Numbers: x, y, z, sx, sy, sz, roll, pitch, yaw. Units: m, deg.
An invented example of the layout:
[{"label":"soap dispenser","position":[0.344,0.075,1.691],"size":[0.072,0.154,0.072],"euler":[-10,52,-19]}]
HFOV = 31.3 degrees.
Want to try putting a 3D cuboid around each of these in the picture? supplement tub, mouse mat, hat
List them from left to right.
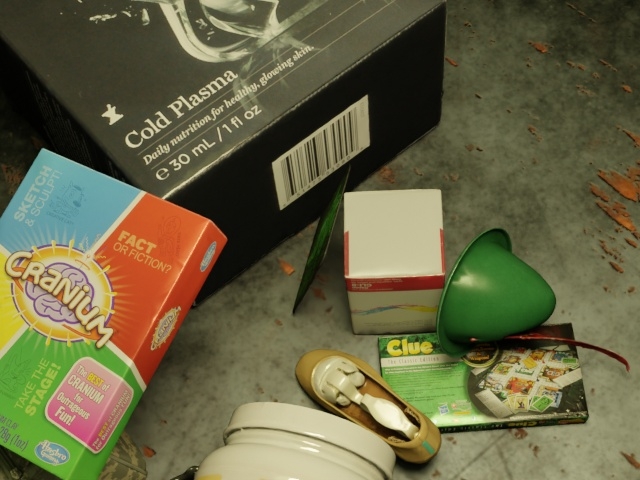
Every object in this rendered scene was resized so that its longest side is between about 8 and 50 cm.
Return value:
[{"label":"supplement tub","position":[-0.052,0.374,1.280],"size":[0.241,0.241,0.331],"euler":[13,63,10]},{"label":"mouse mat","position":[0.000,0.000,1.513],"size":[0.007,0.189,0.152],"euler":[19,62,-6]},{"label":"hat","position":[0.273,0.090,1.409],"size":[0.183,0.173,0.208],"euler":[22,28,32]}]

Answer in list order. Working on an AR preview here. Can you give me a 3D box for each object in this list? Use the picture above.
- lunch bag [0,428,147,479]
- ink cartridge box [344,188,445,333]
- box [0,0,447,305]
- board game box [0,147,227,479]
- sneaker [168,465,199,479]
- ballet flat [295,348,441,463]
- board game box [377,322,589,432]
[{"label":"lunch bag","position":[-0.398,0.257,1.389],"size":[0.256,0.212,0.305],"euler":[-43,66,-1]},{"label":"ink cartridge box","position":[0.097,0.032,1.497],"size":[0.127,0.176,0.128],"euler":[-3,61,4]},{"label":"box","position":[-0.154,-0.258,1.605],"size":[0.480,0.297,0.472],"euler":[-38,64,-16]},{"label":"board game box","position":[-0.285,0.080,1.275],"size":[0.242,0.064,0.316],"euler":[22,76,20]},{"label":"sneaker","position":[-0.203,0.333,1.390],"size":[0.072,0.077,0.178],"euler":[35,61,29]},{"label":"ballet flat","position":[0.054,0.195,1.442],"size":[0.232,0.073,0.080],"euler":[29,78,30]},{"label":"board game box","position":[0.209,0.181,1.493],"size":[0.260,0.030,0.136],"euler":[-4,63,1]}]
